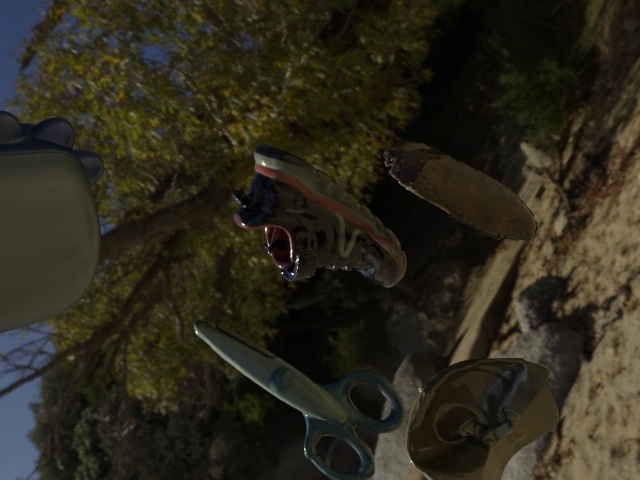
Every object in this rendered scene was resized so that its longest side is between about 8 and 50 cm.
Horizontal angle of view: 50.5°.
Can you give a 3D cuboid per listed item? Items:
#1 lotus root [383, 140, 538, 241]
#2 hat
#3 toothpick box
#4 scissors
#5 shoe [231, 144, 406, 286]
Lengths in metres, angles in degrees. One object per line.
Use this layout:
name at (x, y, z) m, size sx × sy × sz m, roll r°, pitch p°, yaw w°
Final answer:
lotus root at (0.264, -0.091, 1.170) m, size 0.078 × 0.330 × 0.167 m, roll -54°, pitch 30°, yaw 30°
hat at (0.171, 0.207, 0.749) m, size 0.166 × 0.144 × 0.173 m, roll -51°, pitch -17°, yaw -12°
toothpick box at (-0.389, -0.013, 0.705) m, size 0.355 × 0.263 × 0.263 m, roll -16°, pitch -42°, yaw -49°
scissors at (-0.039, 0.179, 0.849) m, size 0.138 × 0.289 × 0.041 m, roll -58°, pitch -9°, yaw -6°
shoe at (0.000, 0.000, 0.897) m, size 0.137 × 0.291 × 0.114 m, roll -55°, pitch 31°, yaw -4°
